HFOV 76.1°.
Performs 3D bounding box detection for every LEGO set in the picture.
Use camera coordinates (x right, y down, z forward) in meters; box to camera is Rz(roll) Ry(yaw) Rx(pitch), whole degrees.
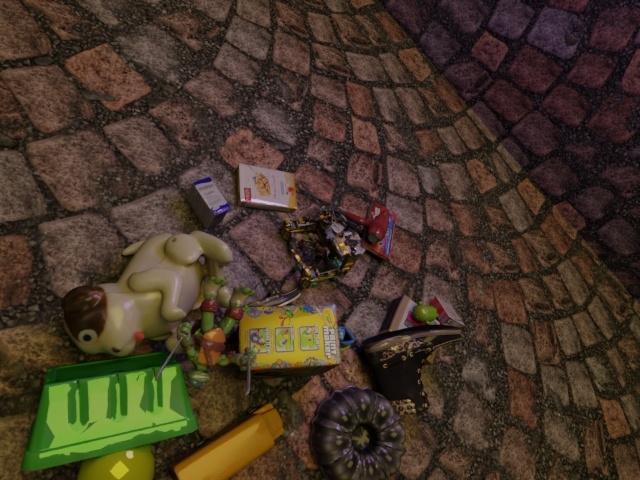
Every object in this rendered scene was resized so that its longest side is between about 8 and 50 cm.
[{"bbox_3d":[0.000,0.000,1.530,0.255,0.192,0.331,-4,59,-21],"label":"LEGO set"},{"bbox_3d":[0.077,0.035,1.709,0.182,0.060,0.244,42,46,0],"label":"LEGO set"}]

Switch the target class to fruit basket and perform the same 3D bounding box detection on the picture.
[{"bbox_3d":[-0.500,0.489,1.001,0.392,0.283,0.391,1,89,-31],"label":"fruit basket"}]

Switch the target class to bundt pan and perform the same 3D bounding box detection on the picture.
[{"bbox_3d":[0.135,0.642,1.334,0.331,0.124,0.330,5,68,-13],"label":"bundt pan"}]

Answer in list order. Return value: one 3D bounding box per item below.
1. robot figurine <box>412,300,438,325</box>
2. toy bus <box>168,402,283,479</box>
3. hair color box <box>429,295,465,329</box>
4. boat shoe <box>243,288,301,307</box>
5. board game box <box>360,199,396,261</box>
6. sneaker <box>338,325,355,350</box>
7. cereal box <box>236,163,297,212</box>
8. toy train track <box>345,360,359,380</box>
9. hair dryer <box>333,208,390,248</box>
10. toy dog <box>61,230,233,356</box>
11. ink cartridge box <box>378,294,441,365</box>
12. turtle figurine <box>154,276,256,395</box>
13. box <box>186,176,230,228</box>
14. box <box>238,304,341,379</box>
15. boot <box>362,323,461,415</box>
[{"bbox_3d":[0.421,0.293,1.647,0.115,0.067,0.101,9,52,-33],"label":"robot figurine"},{"bbox_3d":[-0.253,0.594,1.171,0.333,0.130,0.108,-21,79,-36],"label":"toy bus"},{"bbox_3d":[0.548,0.322,1.779,0.093,0.053,0.167,30,17,-15],"label":"hair color box"},{"bbox_3d":[-0.171,0.214,1.436,0.228,0.081,0.068,-24,85,-34],"label":"boat shoe"},{"bbox_3d":[0.266,-0.049,1.843,0.145,0.027,0.281,29,49,-15],"label":"board game box"},{"bbox_3d":[0.020,0.321,1.471,0.240,0.126,0.091,25,56,-19],"label":"sneaker"},{"bbox_3d":[-0.215,-0.207,1.637,0.240,0.047,0.172,5,65,-29],"label":"cereal box"},{"bbox_3d":[0.124,0.484,1.524,0.048,0.014,0.083,42,52,-7],"label":"toy train track"},{"bbox_3d":[0.187,-0.083,1.747,0.294,0.080,0.223,-11,59,-29],"label":"hair dryer"},{"bbox_3d":[-0.493,0.144,1.139,0.396,0.284,0.408,33,45,13],"label":"toy dog"},{"bbox_3d":[0.377,0.370,1.686,0.235,0.088,0.193,38,54,-9],"label":"ink cartridge box"},{"bbox_3d":[-0.242,0.232,1.006,0.198,0.274,0.266,13,71,-4],"label":"turtle figurine"},{"bbox_3d":[-0.397,-0.132,1.442,0.072,0.126,0.137,-32,86,-36],"label":"box"},{"bbox_3d":[-0.110,0.316,1.250,0.279,0.290,0.176,0,67,-12],"label":"box"},{"bbox_3d":[0.359,0.473,1.521,0.378,0.138,0.284,-9,86,-11],"label":"boot"}]
